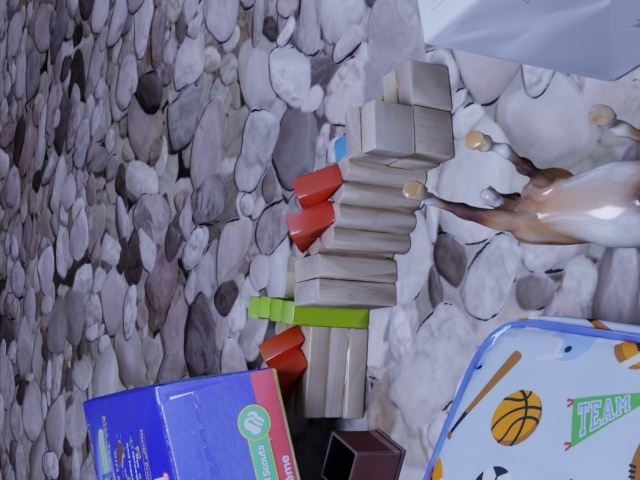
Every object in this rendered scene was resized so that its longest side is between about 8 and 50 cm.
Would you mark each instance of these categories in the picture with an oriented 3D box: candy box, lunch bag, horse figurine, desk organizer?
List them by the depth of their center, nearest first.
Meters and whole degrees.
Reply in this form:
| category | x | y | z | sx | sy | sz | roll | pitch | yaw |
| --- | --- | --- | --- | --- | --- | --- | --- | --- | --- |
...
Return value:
| category | x | y | z | sx | sy | sz | roll | pitch | yaw |
| --- | --- | --- | --- | --- | --- | --- | --- | --- | --- |
| lunch bag | 0.190 | 0.161 | 0.648 | 0.303 | 0.115 | 0.243 | 6 | 67 | 56 |
| horse figurine | 0.184 | -0.034 | 0.703 | 0.263 | 0.174 | 0.066 | -9 | 69 | 43 |
| desk organizer | 0.027 | 0.234 | 0.983 | 0.047 | 0.050 | 0.130 | 32 | 112 | 55 |
| candy box | -0.119 | 0.266 | 1.061 | 0.317 | 0.122 | 0.268 | 157 | 102 | -66 |

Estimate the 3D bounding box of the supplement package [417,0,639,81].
| category | x | y | z | sx | sy | sz | roll | pitch | yaw |
| --- | --- | --- | --- | --- | --- | --- | --- | --- | --- |
| supplement package | 0.163 | -0.282 | 0.728 | 0.177 | 0.175 | 0.293 | -32 | 59 | 53 |

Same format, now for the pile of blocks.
| category | x | y | z | sx | sy | sz | roll | pitch | yaw |
| --- | --- | --- | --- | --- | --- | --- | --- | --- | --- |
| pile of blocks | 0.000 | 0.000 | 1.003 | 0.149 | 0.113 | 0.362 | 43 | 120 | 51 |
